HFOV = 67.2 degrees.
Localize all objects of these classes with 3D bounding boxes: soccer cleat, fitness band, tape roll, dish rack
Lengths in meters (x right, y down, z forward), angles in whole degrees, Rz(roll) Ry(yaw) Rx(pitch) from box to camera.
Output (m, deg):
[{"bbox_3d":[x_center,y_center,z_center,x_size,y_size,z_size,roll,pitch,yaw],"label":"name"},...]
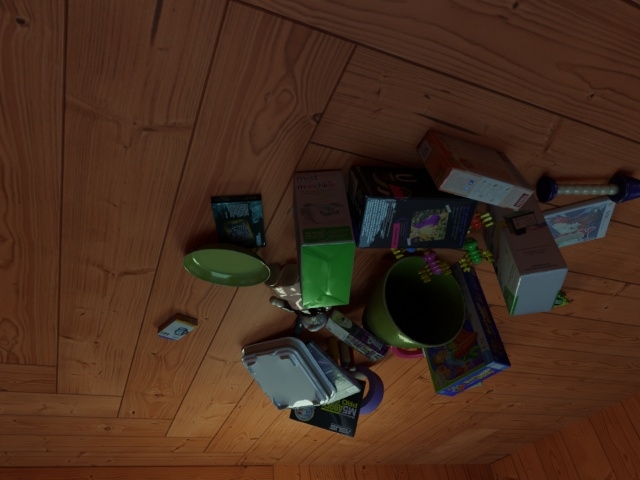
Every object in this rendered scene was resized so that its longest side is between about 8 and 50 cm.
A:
[{"bbox_3d":[0.826,0.200,1.719,0.072,0.060,0.179,-31,139,28],"label":"soccer cleat"},{"bbox_3d":[0.407,0.372,1.865,0.291,0.054,0.209,-29,134,23],"label":"fitness band"},{"bbox_3d":[0.165,0.624,2.019,0.189,0.188,0.080,-24,139,19],"label":"tape roll"},{"bbox_3d":[-0.128,0.516,1.800,0.286,0.072,0.332,-18,115,28],"label":"dish rack"}]

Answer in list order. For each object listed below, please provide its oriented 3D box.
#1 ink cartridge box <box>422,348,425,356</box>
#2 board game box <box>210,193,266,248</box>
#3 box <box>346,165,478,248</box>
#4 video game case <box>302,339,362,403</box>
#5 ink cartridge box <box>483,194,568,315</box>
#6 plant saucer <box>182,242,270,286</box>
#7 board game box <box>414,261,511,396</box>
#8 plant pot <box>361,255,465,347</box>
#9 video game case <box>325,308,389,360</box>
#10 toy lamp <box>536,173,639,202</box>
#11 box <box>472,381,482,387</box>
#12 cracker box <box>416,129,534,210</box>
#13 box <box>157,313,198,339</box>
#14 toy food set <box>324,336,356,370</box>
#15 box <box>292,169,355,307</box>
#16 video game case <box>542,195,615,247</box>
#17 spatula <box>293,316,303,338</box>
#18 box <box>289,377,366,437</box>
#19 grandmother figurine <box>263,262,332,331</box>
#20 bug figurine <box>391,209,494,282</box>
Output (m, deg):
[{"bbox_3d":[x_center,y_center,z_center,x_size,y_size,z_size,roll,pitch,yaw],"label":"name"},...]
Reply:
[{"bbox_3d":[0.416,0.375,1.789,0.089,0.052,0.122,-15,139,9],"label":"ink cartridge box"},{"bbox_3d":[-0.210,-0.044,1.260,0.126,0.026,0.186,-4,141,-6],"label":"board game box"},{"bbox_3d":[0.208,-0.081,1.159,0.271,0.165,0.143,1,124,-12],"label":"box"},{"bbox_3d":[-0.004,0.498,1.806,0.274,0.026,0.196,45,128,-12],"label":"video game case"},{"bbox_3d":[0.531,0.027,1.282,0.117,0.278,0.201,-9,141,6],"label":"ink cartridge box"},{"bbox_3d":[-0.259,0.066,1.345,0.241,0.037,0.241,3,152,1],"label":"plant saucer"},{"bbox_3d":[0.424,0.276,1.511,0.078,0.346,0.233,19,133,-29],"label":"board game box"},{"bbox_3d":[0.251,0.226,1.519,0.275,0.274,0.293,8,155,-19],"label":"plant pot"},{"bbox_3d":[0.115,0.319,1.599,0.210,0.041,0.232,35,164,9],"label":"video game case"},{"bbox_3d":[0.718,-0.137,1.272,0.275,0.080,0.080,0,140,-9],"label":"toy lamp"},{"bbox_3d":[0.575,0.529,2.023,0.149,0.126,0.232,-19,140,13],"label":"box"},{"bbox_3d":[0.354,-0.161,1.110,0.233,0.155,0.067,11,130,-22],"label":"cracker box"},{"bbox_3d":[-0.487,0.296,1.629,0.136,0.028,0.081,-33,135,31],"label":"box"},{"bbox_3d":[0.076,0.476,1.886,0.111,0.104,0.232,-4,141,-6],"label":"toy food set"},{"bbox_3d":[0.000,0.000,1.189,0.127,0.231,0.261,-4,141,-4],"label":"box"},{"bbox_3d":[0.755,-0.047,1.431,0.202,0.023,0.183,-14,141,8],"label":"video game case"},{"bbox_3d":[-0.092,0.354,1.765,0.084,0.030,0.296,7,138,-13],"label":"spatula"},{"bbox_3d":[0.030,0.639,1.930,0.270,0.216,0.060,13,178,12],"label":"box"},{"bbox_3d":[-0.054,0.191,1.529,0.208,0.103,0.342,8,150,24],"label":"grandmother figurine"},{"bbox_3d":[0.348,0.003,1.346,0.279,0.072,0.216,-20,117,20],"label":"bug figurine"}]
